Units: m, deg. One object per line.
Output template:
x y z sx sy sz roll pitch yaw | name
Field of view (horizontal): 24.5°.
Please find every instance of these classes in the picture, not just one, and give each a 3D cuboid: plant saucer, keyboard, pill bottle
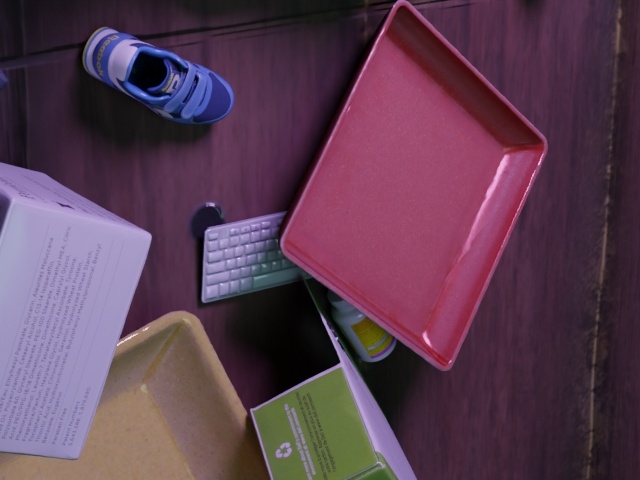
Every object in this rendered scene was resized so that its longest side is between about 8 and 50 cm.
0.082 -0.047 1.364 0.259 0.047 0.258 37 72 -39 | plant saucer
0.000 0.000 1.365 0.256 0.014 0.072 -13 114 -33 | keyboard
-0.175 0.274 1.209 0.333 0.081 0.333 -29 92 -34 | plant saucer
0.038 0.075 1.402 0.043 0.043 0.083 -44 128 -16 | pill bottle

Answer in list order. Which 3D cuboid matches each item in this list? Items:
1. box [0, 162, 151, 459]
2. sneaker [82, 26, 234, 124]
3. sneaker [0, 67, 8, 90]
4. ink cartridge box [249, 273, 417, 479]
-0.240 0.042 1.087 0.119 0.181 0.182 14 98 -40 | box
-0.123 -0.126 1.194 0.144 0.059 0.053 18 93 -41 | sneaker
-0.367 -0.140 0.979 0.319 0.112 0.131 27 95 -34 | sneaker
0.014 0.185 1.317 0.097 0.255 0.189 -28 130 3 | ink cartridge box
